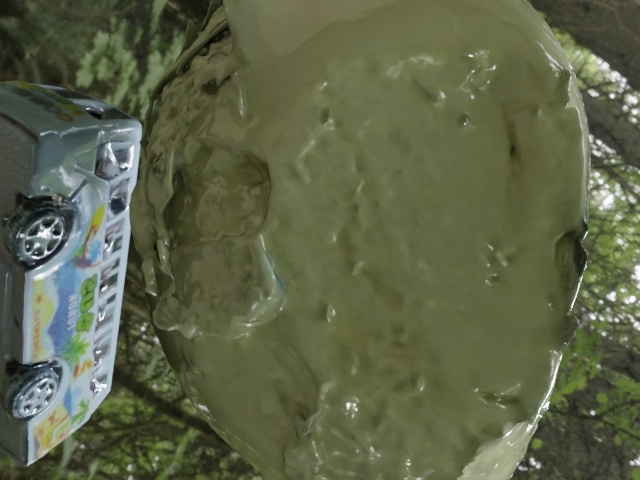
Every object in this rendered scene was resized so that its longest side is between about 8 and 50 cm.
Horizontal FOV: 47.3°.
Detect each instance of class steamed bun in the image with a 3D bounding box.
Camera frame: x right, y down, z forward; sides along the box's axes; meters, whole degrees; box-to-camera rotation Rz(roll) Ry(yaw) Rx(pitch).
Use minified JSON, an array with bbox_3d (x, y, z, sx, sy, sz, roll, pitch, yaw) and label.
[{"bbox_3d":[0.000,0.000,0.475,0.312,0.233,0.333,129,-29,-73],"label":"steamed bun"}]

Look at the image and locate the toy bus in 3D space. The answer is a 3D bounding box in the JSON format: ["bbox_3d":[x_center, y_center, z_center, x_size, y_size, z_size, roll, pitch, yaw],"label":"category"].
[{"bbox_3d":[-0.233,0.029,0.615,0.136,0.109,0.329,-31,144,-52],"label":"toy bus"}]
